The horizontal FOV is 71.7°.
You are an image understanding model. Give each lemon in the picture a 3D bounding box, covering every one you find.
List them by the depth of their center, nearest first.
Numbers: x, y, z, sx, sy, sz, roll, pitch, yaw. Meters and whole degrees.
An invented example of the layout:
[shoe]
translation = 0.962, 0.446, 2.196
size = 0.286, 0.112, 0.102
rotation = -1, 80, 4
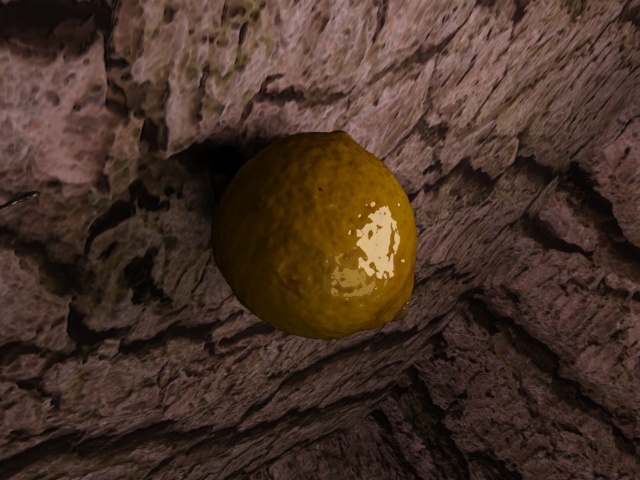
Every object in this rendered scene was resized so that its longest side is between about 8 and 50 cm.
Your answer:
[lemon]
translation = 0.000, 0.000, 0.763
size = 0.350, 0.387, 0.350
rotation = -44, 171, -8

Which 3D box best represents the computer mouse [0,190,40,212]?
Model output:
[computer mouse]
translation = -0.529, 0.027, 0.533
size = 0.379, 0.090, 0.167
rotation = -34, 147, -19
